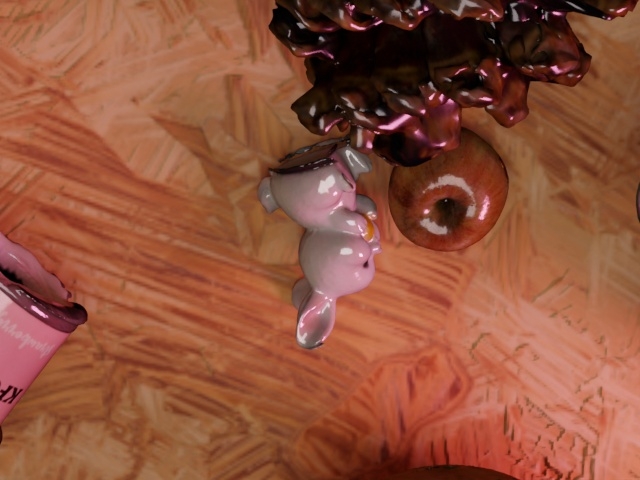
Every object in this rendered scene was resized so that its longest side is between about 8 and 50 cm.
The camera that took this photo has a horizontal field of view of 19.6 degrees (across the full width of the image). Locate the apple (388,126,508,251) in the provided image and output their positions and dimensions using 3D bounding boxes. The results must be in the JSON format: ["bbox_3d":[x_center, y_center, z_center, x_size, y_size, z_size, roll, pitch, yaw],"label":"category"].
[{"bbox_3d":[0.087,-0.035,1.260,0.084,0.071,0.084,3,111,7],"label":"apple"}]

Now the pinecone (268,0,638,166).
[{"bbox_3d":[0.075,-0.175,1.140,0.243,0.243,0.257,21,149,-7],"label":"pinecone"}]

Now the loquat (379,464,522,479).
[{"bbox_3d":[0.092,0.279,1.262,0.263,0.263,0.263,0,108,0],"label":"loquat"}]

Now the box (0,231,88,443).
[{"bbox_3d":[-0.246,0.060,1.255,0.151,0.151,0.135,43,93,-13],"label":"box"}]

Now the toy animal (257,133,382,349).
[{"bbox_3d":[0.006,-0.002,1.269,0.085,0.071,0.124,-17,107,5],"label":"toy animal"}]

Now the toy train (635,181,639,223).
[{"bbox_3d":[0.346,-0.007,1.184,0.248,0.173,0.307,-8,115,25],"label":"toy train"}]
